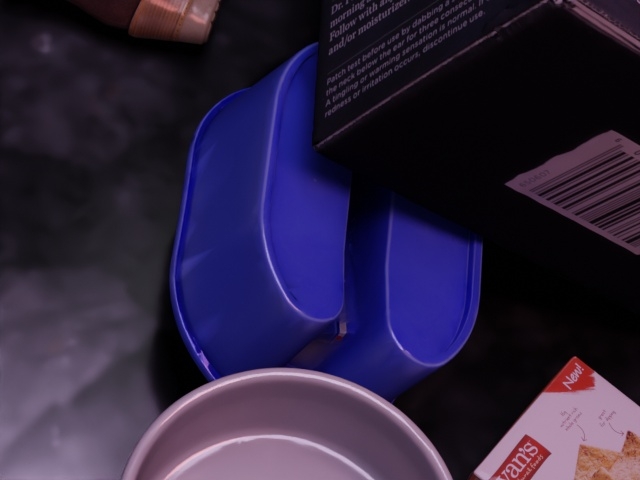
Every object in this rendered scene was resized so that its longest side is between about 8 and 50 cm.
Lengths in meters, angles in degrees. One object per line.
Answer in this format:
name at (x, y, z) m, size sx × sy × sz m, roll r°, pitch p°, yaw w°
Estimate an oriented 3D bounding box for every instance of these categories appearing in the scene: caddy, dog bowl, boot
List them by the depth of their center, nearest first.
dog bowl at (-0.029, 0.236, 1.451) m, size 0.265 × 0.104 × 0.265 m, roll 5°, pitch 58°, yaw -8°
caddy at (0.000, 0.000, 1.634) m, size 0.241 × 0.179 × 0.341 m, roll 23°, pitch 55°, yaw -24°
boot at (-0.174, -0.313, 1.828) m, size 0.207 × 0.090 × 0.248 m, roll 19°, pitch 61°, yaw -3°

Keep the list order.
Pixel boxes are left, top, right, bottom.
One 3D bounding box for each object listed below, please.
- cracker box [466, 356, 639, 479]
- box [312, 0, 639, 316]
cracker box at (0.254, 0.230, 1.611) m, size 0.232 × 0.067 × 0.156 m, roll 38°, pitch 59°, yaw 12°
box at (0.268, -0.233, 1.650) m, size 0.480 × 0.297 × 0.472 m, roll 26°, pitch 54°, yaw -32°
